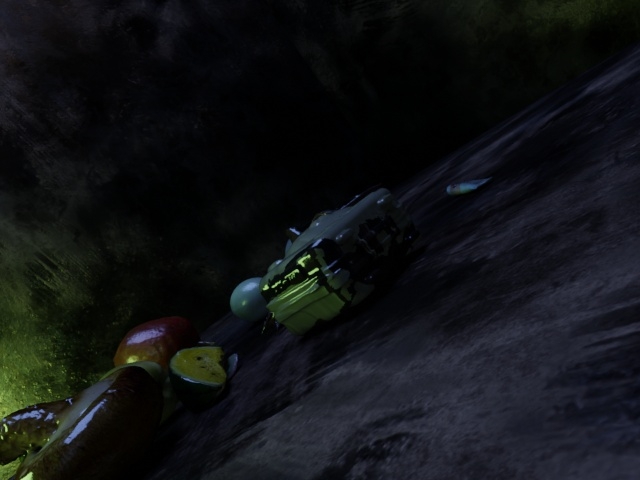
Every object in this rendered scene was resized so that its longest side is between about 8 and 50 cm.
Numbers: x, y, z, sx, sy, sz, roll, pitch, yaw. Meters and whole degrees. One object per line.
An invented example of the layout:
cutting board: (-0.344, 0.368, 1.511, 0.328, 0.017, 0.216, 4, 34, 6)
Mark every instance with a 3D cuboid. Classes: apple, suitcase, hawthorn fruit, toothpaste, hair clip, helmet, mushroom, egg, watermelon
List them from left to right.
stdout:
mushroom: (-0.455, 0.392, 1.183, 0.345, 0.239, 0.345, -18, 35, 13)
apple: (-0.448, 0.383, 1.437, 0.200, 0.200, 0.200, -35, 3, 2)
hawthorn fruit: (-0.461, 0.341, 1.719, 0.262, 0.258, 0.258, -35, 3, -25)
watermelon: (-0.279, 0.311, 1.377, 0.129, 0.123, 0.301, -24, 9, -8)
hair clip: (-0.232, 0.325, 1.448, 0.054, 0.022, 0.137, -37, 12, 16)
egg: (-0.230, 0.207, 2.080, 0.192, 0.149, 0.149, -28, 7, 33)
suitcase: (0.021, 0.051, 1.331, 0.339, 0.194, 0.351, -36, 2, 43)
helmet: (0.072, -0.013, 1.734, 0.338, 0.197, 0.271, -24, 1, 33)
toothpaste: (0.411, -0.150, 1.660, 0.056, 0.036, 0.205, -34, 7, -10)

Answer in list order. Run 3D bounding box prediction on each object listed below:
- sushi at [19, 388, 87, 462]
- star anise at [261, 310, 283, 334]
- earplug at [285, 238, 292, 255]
sushi: (-0.761, 0.582, 1.873, 0.294, 0.178, 0.352, -30, 2, 33)
star anise: (-0.071, 0.152, 1.649, 0.272, 0.102, 0.272, -38, 5, 4)
earplug: (0.007, 0.010, 2.267, 0.326, 0.175, 0.214, -33, 6, 30)
